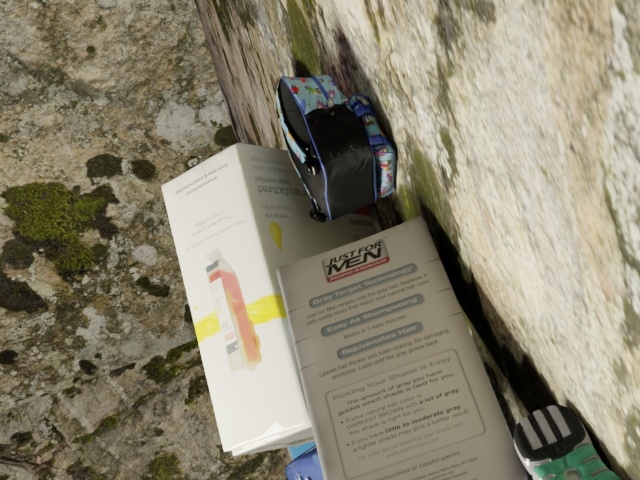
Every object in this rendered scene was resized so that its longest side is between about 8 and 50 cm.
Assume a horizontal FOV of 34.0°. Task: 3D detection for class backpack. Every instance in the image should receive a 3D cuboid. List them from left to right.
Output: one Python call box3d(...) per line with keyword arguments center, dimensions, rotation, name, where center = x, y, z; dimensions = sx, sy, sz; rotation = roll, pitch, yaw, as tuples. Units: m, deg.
box3d(center=(0.012, -0.134, 1.338), dimensions=(0.158, 0.117, 0.173), rotation=(81, 166, -62), name="backpack")

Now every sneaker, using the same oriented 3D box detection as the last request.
box3d(center=(0.234, 0.242, 0.886), dimensions=(0.224, 0.083, 0.098), rotation=(-100, -15, -56), name="sneaker")

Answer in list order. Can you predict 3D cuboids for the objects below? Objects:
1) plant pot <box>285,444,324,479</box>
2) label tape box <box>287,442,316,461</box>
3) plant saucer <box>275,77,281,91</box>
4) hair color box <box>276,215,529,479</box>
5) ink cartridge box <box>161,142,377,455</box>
box3d(center=(0.116, 0.302, 1.238), dimensions=(0.236, 0.236, 0.212), rotation=(59, 166, 14), name="plant pot")
box3d(center=(0.081, 0.444, 1.985), dimensions=(0.106, 0.240, 0.334), rotation=(-154, 44, -81), name="label tape box")
box3d(center=(-0.002, -0.134, 1.772), dimensions=(0.310, 0.050, 0.311), rotation=(161, 90, -83), name="plant saucer")
box3d(center=(0.082, 0.158, 1.115), dimensions=(0.374, 0.185, 0.113), rotation=(-106, -6, -47), name="hair color box")
box3d(center=(-0.033, 0.080, 1.455), dimensions=(0.279, 0.160, 0.385), rotation=(3, -113, -52), name="ink cartridge box")
